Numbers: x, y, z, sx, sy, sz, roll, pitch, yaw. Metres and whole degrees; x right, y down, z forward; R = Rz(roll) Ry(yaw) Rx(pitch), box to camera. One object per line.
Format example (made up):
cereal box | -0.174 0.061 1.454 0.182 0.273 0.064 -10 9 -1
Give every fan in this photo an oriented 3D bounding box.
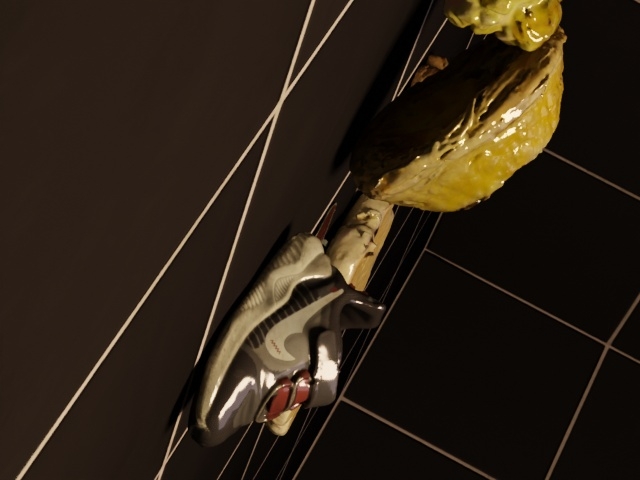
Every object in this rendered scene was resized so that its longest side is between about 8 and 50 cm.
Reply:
fan | 0.000 0.000 1.850 0.085 0.005 0.133 -64 174 1

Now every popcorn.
popcorn | 0.166 -0.241 1.599 0.125 0.126 0.145 -43 -156 19

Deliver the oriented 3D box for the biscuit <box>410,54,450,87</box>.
biscuit | 0.125 -0.122 1.986 0.170 0.050 0.170 14 90 -78

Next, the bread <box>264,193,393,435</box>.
bread | 0.007 0.076 2.026 0.316 0.054 0.316 25 90 -86

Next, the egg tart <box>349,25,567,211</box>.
egg tart | 0.138 -0.107 1.665 0.252 0.098 0.232 -47 -158 -22

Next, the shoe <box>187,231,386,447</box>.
shoe | -0.026 0.093 1.509 0.227 0.112 0.099 -60 176 -40
